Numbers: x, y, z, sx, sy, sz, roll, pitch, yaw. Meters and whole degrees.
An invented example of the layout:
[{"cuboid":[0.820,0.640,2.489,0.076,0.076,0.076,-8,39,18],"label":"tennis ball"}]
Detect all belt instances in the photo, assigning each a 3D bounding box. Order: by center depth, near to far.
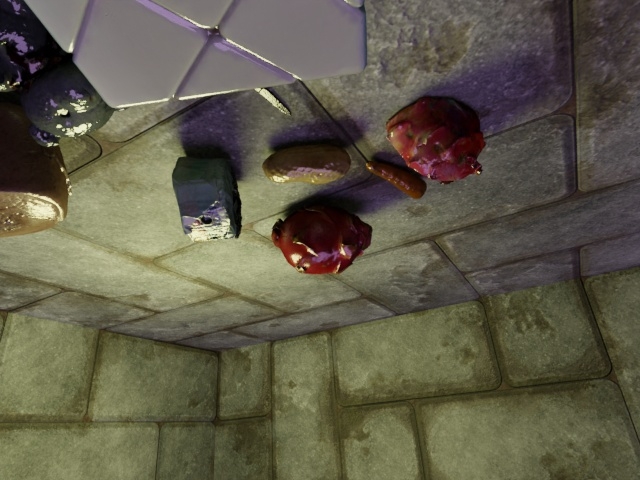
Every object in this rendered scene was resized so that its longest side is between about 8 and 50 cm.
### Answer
[{"cuboid":[-0.285,-0.100,1.079,0.150,0.206,0.257,-6,162,-3],"label":"belt"}]

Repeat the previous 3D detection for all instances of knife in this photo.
[{"cuboid":[-0.116,-0.312,0.889,0.023,0.010,0.170,-14,155,32],"label":"knife"}]

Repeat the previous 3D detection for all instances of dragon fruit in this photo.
[{"cuboid":[0.300,-0.224,0.963,0.274,0.161,0.126,8,154,-20],"label":"dragon fruit"},{"cuboid":[-0.004,-0.001,1.317,0.315,0.250,0.250,15,153,-1],"label":"dragon fruit"}]

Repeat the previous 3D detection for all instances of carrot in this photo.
[{"cuboid":[0.206,-0.179,1.166,0.210,0.061,0.061,20,146,-33],"label":"carrot"}]

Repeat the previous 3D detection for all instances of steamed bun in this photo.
[{"cuboid":[-0.652,-0.137,0.902,0.199,0.251,0.301,7,158,-42],"label":"steamed bun"}]

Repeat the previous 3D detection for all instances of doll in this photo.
[{"cuboid":[-0.449,-0.294,0.668,0.246,0.158,0.340,-39,160,-16],"label":"doll"}]

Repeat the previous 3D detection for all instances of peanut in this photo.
[{"cuboid":[-0.035,-0.188,1.058,0.226,0.095,0.108,-4,151,1],"label":"peanut"}]

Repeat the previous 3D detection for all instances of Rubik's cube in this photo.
[{"cuboid":[-0.128,-0.371,0.415,0.319,0.315,0.321,-7,155,5],"label":"Rubik's cube"}]
